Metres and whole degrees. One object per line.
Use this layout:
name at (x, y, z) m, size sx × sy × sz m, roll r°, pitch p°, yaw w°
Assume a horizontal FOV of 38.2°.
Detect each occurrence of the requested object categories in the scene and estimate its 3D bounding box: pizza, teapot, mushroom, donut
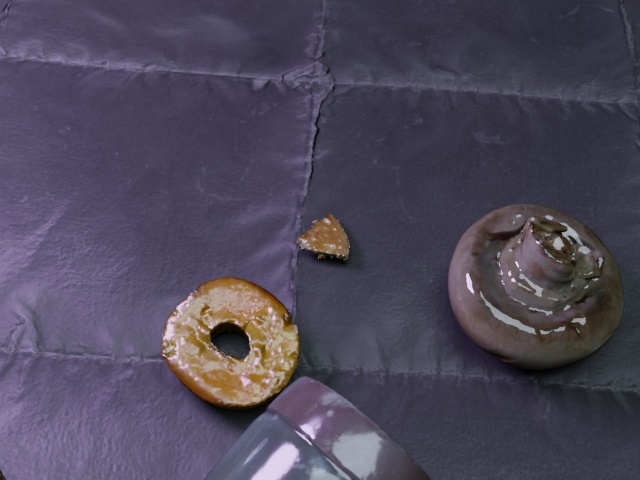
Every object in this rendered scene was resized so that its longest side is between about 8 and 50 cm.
pizza at (0.000, 0.000, 1.283) m, size 0.078 × 0.025 × 0.083 m, roll -7°, pitch 51°, yaw -13°
teapot at (-0.020, 0.360, 0.966) m, size 0.312 × 0.233 × 0.315 m, roll -43°, pitch 95°, yaw -17°
mushroom at (0.276, 0.054, 1.175) m, size 0.226 × 0.178 × 0.227 m, roll 4°, pitch 64°, yaw -9°
donut at (-0.109, 0.138, 1.170) m, size 0.162 × 0.065 × 0.178 m, roll -36°, pitch 67°, yaw -17°

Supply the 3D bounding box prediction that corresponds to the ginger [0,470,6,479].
ginger at (-0.400, 0.373, 0.952) m, size 0.256 × 0.176 × 0.375 m, roll -38°, pitch 67°, yaw -4°
